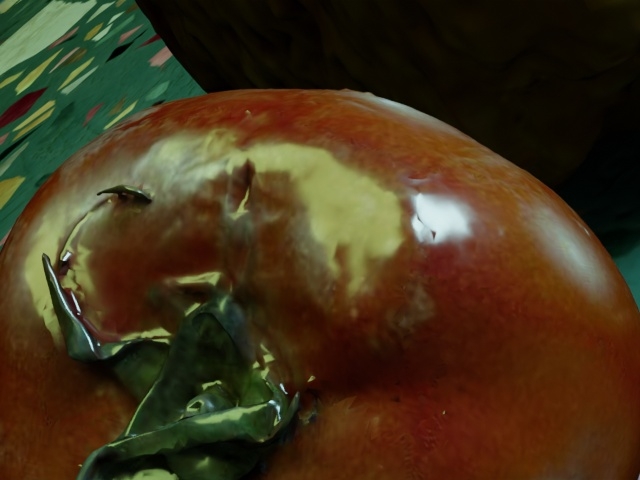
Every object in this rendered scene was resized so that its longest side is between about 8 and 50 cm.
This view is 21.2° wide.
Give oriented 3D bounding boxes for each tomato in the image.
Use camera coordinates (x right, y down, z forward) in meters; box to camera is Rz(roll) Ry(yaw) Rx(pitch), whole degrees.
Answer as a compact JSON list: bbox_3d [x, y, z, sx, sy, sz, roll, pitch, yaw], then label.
[{"bbox_3d":[-0.002,0.052,0.447,0.187,0.151,0.187,-9,69,23],"label":"tomato"}]

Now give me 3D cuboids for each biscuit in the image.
[{"bbox_3d":[0.000,-0.182,0.672,0.166,0.342,0.395,-37,15,-17],"label":"biscuit"}]
